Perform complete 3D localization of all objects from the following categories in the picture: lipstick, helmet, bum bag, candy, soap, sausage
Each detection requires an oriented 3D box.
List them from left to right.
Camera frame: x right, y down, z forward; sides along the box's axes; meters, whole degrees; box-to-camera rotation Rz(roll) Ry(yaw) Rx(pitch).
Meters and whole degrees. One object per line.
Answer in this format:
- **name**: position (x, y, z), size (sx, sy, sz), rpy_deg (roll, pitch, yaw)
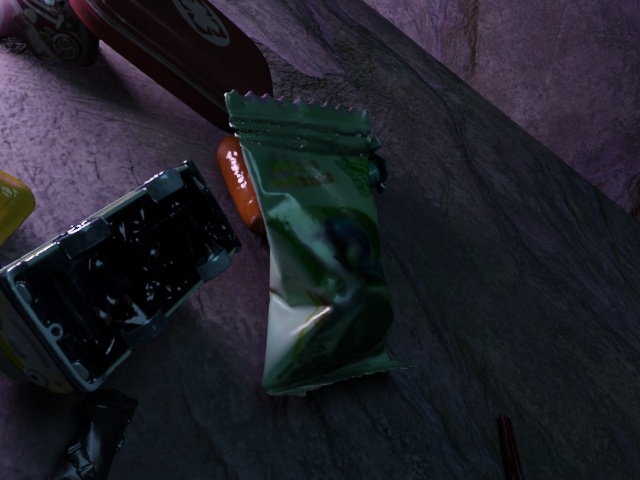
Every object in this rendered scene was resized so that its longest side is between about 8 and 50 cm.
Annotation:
- **soap**: position (-0.383, -0.030, 0.627), size (0.088, 0.045, 0.140), rpy_deg (33, 34, -15)
- **helmet**: position (-0.434, -0.371, 0.904), size (0.176, 0.107, 0.153), rpy_deg (22, 36, -24)
- **bum bag**: position (-0.217, 0.197, 0.541), size (0.057, 0.034, 0.124), rpy_deg (36, 34, -22)
- **sausage**: position (-0.114, -0.090, 0.921), size (0.076, 0.076, 0.198), rpy_deg (3, 50, -41)
- **candy**: position (0.005, -0.001, 0.773), size (0.262, 0.171, 0.398), rpy_deg (-7, 92, -52)
- **lipstick**: position (0.298, 0.346, 0.870), size (0.027, 0.027, 0.177), rpy_deg (29, 34, -15)

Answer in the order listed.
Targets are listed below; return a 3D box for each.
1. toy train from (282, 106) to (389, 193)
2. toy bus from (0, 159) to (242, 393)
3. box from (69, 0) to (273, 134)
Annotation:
- **toy train**: position (0.026, -0.141, 1.079), size (0.194, 0.120, 0.298), rpy_deg (54, 36, 6)
- **toy bus**: position (-0.223, 0.036, 0.597), size (0.134, 0.164, 0.276), rpy_deg (62, 32, -14)
- **box**: position (-0.242, -0.356, 0.985), size (0.403, 0.108, 0.263), rpy_deg (33, 32, -39)
